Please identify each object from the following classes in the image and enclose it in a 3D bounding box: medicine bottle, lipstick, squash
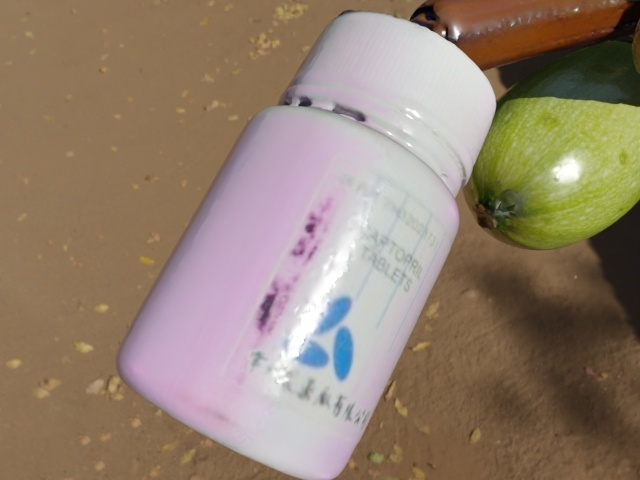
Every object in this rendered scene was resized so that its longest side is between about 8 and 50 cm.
[{"bbox_3d":[0.000,0.000,0.394,0.152,0.152,0.254,24,77,21],"label":"medicine bottle"},{"bbox_3d":[0.254,-0.214,0.579,0.419,0.077,0.077,-17,50,-17],"label":"lipstick"},{"bbox_3d":[0.194,-0.070,0.490,0.133,0.132,0.247,29,39,24],"label":"squash"}]

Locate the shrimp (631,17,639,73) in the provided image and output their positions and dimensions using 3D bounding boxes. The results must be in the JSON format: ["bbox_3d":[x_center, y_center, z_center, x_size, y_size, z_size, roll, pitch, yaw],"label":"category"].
[{"bbox_3d":[0.263,-0.153,0.354,0.287,0.185,0.068,6,56,-48],"label":"shrimp"}]
